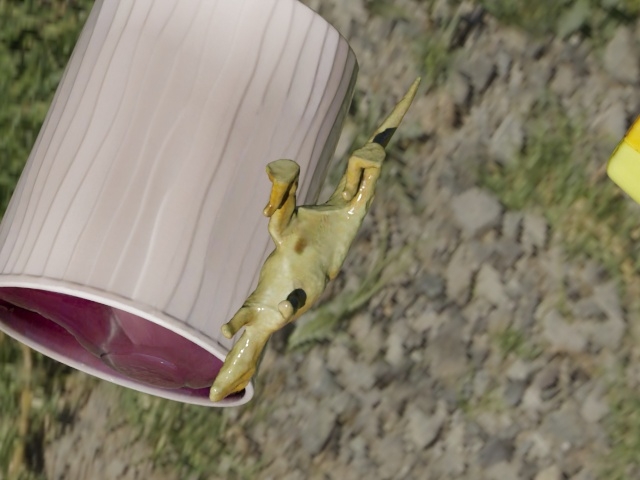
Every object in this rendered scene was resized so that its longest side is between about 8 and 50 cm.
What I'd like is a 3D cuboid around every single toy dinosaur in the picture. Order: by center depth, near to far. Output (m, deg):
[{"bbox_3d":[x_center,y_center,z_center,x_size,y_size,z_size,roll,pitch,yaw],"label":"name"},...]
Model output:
[{"bbox_3d":[0.000,0.000,0.948,0.039,0.126,0.162,29,35,15],"label":"toy dinosaur"}]

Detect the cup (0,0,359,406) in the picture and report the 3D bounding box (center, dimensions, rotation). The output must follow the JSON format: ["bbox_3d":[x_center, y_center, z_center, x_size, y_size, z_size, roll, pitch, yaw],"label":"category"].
[{"bbox_3d":[-0.102,-0.025,1.394,0.208,0.288,0.273,14,72,13],"label":"cup"}]

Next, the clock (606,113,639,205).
[{"bbox_3d":[0.333,-0.107,1.544,0.096,0.202,0.143,44,30,18],"label":"clock"}]
